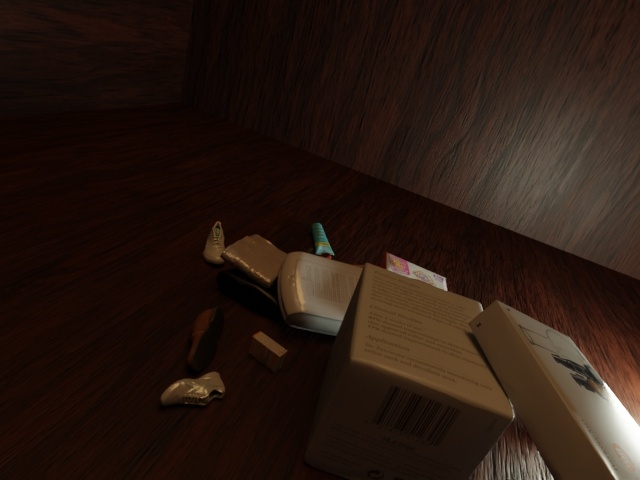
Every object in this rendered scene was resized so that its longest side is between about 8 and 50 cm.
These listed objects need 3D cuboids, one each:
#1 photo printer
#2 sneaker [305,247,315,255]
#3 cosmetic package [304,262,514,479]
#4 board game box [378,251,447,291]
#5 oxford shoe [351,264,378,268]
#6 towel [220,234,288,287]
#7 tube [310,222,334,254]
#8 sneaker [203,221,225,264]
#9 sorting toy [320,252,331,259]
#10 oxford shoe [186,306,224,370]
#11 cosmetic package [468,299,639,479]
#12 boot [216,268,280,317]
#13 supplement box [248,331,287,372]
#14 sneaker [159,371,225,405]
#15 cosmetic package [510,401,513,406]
[{"bbox_3d":[0.012,0.171,1.333,0.308,0.107,0.256,15,45,-22],"label":"photo printer"},{"bbox_3d":[-0.017,0.117,1.547,0.130,0.087,0.227,17,29,-6],"label":"sneaker"},{"bbox_3d":[0.192,0.320,1.001,0.330,0.327,0.393,19,27,3],"label":"cosmetic package"},{"bbox_3d":[0.303,0.195,1.367,0.242,0.064,0.316,24,35,-6],"label":"board game box"},{"bbox_3d":[0.248,0.205,1.482,0.397,0.140,0.146,21,31,9],"label":"oxford shoe"},{"bbox_3d":[-0.197,0.060,1.411,0.187,0.049,0.282,32,17,4],"label":"towel"},{"bbox_3d":[0.000,0.000,1.834,0.080,0.052,0.207,-1,36,-13],"label":"tube"},{"bbox_3d":[-0.380,0.004,1.525,0.080,0.094,0.212,8,28,-22],"label":"sneaker"},{"bbox_3d":[0.014,0.090,1.677,0.061,0.042,0.102,12,34,25],"label":"sorting toy"},{"bbox_3d":[-0.317,0.262,1.111,0.076,0.076,0.212,-11,27,9],"label":"oxford shoe"},{"bbox_3d":[0.489,0.319,0.829,0.284,0.097,0.377,23,30,-25],"label":"cosmetic package"},{"bbox_3d":[-0.197,0.145,1.378,0.236,0.085,0.179,28,25,17],"label":"boot"},{"bbox_3d":[-0.143,0.299,1.131,0.098,0.062,0.036,29,27,23],"label":"supplement box"},{"bbox_3d":[-0.287,0.347,0.958,0.152,0.053,0.061,-6,37,-41],"label":"sneaker"},{"bbox_3d":[0.487,0.419,1.271,0.231,0.085,0.117,12,27,-9],"label":"cosmetic package"}]
